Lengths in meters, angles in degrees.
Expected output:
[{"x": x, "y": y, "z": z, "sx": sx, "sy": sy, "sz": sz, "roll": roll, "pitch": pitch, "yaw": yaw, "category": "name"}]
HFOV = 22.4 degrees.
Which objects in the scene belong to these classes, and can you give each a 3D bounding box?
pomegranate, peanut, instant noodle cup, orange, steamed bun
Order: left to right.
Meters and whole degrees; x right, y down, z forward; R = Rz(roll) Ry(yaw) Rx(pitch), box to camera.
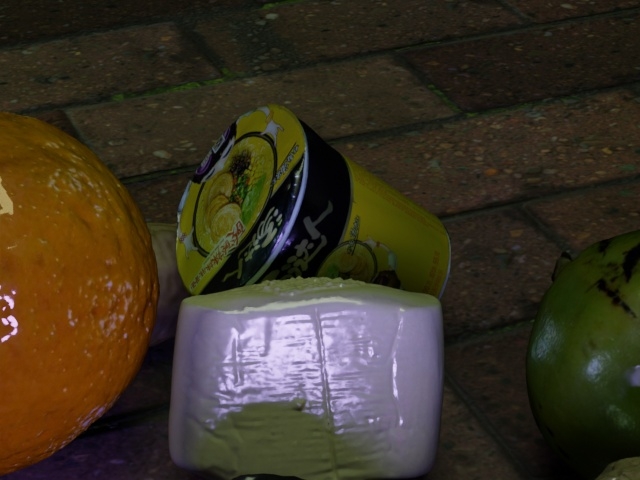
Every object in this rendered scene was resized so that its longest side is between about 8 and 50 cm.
[{"x": -0.308, "y": 0.044, "z": 1.497, "sx": 0.340, "sy": 0.340, "sz": 0.293, "roll": 23, "pitch": 32, "yaw": 36, "category": "orange"}, {"x": -0.174, "y": 0.042, "z": 1.708, "sx": 0.224, "sy": 0.129, "sz": 0.129, "roll": -20, "pitch": 35, "yaw": -35, "category": "peanut"}, {"x": -0.013, "y": 0.132, "z": 1.482, "sx": 0.250, "sy": 0.200, "sz": 0.155, "roll": 0, "pitch": 5, "yaw": -2, "category": "steamed bun"}, {"x": 0.000, "y": 0.000, "z": 1.652, "sx": 0.236, "sy": 0.215, "sz": 0.215, "roll": 25, "pitch": 14, "yaw": -33, "category": "instant noodle cup"}, {"x": 0.335, "y": 0.123, "z": 1.446, "sx": 0.260, "sy": 0.260, "sz": 0.340, "roll": -24, "pitch": 40, "yaw": -35, "category": "pomegranate"}]

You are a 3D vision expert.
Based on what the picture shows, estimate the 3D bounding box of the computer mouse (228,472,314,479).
[{"x": 0.011, "y": 0.311, "z": 1.161, "sx": 0.183, "sy": 0.116, "sz": 0.323, "roll": -41, "pitch": 65, "yaw": 1, "category": "computer mouse"}]

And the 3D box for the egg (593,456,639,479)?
[{"x": 0.267, "y": 0.279, "z": 1.144, "sx": 0.279, "sy": 0.279, "sz": 0.310, "roll": 13, "pitch": 16, "yaw": 23, "category": "egg"}]
